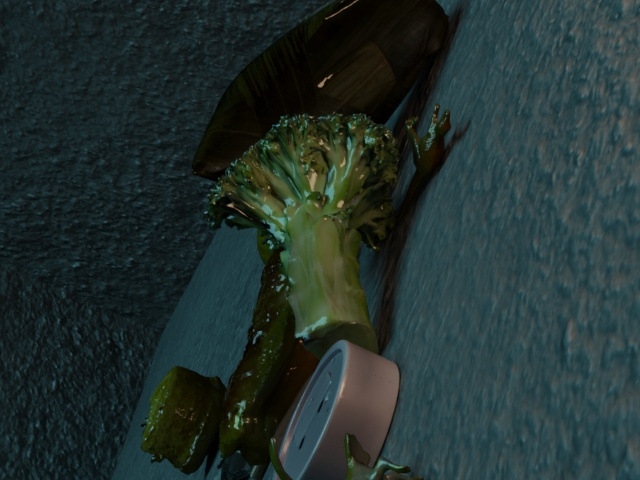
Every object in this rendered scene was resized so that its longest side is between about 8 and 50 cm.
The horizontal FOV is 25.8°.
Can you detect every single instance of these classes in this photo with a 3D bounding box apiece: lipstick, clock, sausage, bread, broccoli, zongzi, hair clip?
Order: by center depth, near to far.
[{"bbox_3d":[0.016,0.213,1.563,0.197,0.068,0.197,-63,9,18],"label":"clock"},{"bbox_3d":[-0.013,0.223,1.718,0.062,0.062,0.154,-79,15,-55],"label":"sausage"},{"bbox_3d":[0.022,-0.003,1.774,0.361,0.252,0.221,53,159,41],"label":"broccoli"},{"bbox_3d":[0.001,-0.225,1.997,0.403,0.208,0.432,-41,-1,12],"label":"zongzi"},{"bbox_3d":[-0.066,0.157,2.013,0.185,0.109,0.380,-44,21,51],"label":"bread"},{"bbox_3d":[-0.076,0.300,2.016,0.094,0.019,0.019,-65,9,4],"label":"lipstick"},{"bbox_3d":[-0.159,0.387,2.184,0.220,0.054,0.140,120,165,-44],"label":"hair clip"},{"bbox_3d":[-0.247,0.314,2.569,0.229,0.143,0.139,-91,26,-65],"label":"bread"}]

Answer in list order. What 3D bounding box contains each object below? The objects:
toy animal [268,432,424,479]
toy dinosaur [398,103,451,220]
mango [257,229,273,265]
[{"bbox_3d":[0.047,0.238,1.272,0.155,0.219,0.095,24,70,45],"label":"toy animal"},{"bbox_3d":[0.134,-0.096,1.792,0.126,0.039,0.162,-144,63,-75],"label":"toy dinosaur"},{"bbox_3d":[-0.032,-0.029,2.279,0.262,0.130,0.167,-73,6,-72],"label":"mango"}]
